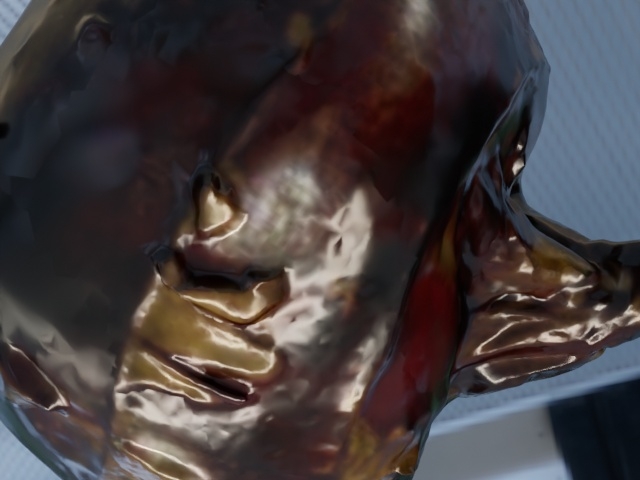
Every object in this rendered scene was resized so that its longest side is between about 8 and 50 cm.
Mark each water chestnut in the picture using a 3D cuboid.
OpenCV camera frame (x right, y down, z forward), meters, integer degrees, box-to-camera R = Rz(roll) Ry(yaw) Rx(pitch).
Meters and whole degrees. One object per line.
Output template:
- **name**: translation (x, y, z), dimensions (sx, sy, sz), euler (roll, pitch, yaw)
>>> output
- **water chestnut**: translation (0.000, 0.000, 0.648), dimensions (0.300, 0.300, 0.300), euler (-5, 149, -3)
